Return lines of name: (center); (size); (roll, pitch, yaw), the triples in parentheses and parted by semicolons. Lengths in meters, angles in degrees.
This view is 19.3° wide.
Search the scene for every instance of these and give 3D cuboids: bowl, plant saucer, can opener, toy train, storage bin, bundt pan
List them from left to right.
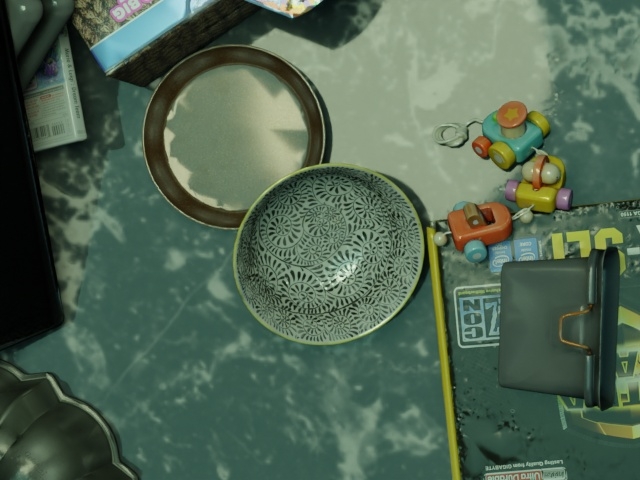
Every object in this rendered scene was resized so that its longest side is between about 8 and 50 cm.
bundt pan: (-0.331, 0.272, 1.697); (0.330, 0.124, 0.331); (0, 91, 8)
can opener: (-0.310, -0.136, 1.644); (0.093, 0.074, 0.280); (54, 131, 11)
plant saucer: (-0.077, -0.093, 1.707); (0.168, 0.029, 0.168); (0, 90, 7)
bowl: (0.000, 0.000, 1.660); (0.170, 0.080, 0.170); (-5, 112, -11)
toy train: (0.149, -0.062, 1.623); (0.125, 0.046, 0.166); (-10, 49, 3)
storage bin: (0.197, 0.072, 1.571); (0.091, 0.098, 0.135); (1, 90, 18)

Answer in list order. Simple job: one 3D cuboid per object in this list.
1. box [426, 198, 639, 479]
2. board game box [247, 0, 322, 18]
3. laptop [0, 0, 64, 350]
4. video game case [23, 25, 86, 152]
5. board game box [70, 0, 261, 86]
box: (0.266, 0.092, 1.642); (0.322, 0.079, 0.257); (-5, 88, 8)
board game box: (-0.052, -0.267, 1.557); (0.168, 0.033, 0.133); (22, 93, 6)
laptop: (-0.478, -0.049, 1.607); (0.408, 0.236, 0.382); (12, 129, 22)
video game case: (-0.285, -0.146, 1.704); (0.157, 0.019, 0.143); (-11, 89, 36)
board game box: (-0.154, -0.322, 1.658); (0.232, 0.141, 0.291); (-32, 87, 7)
